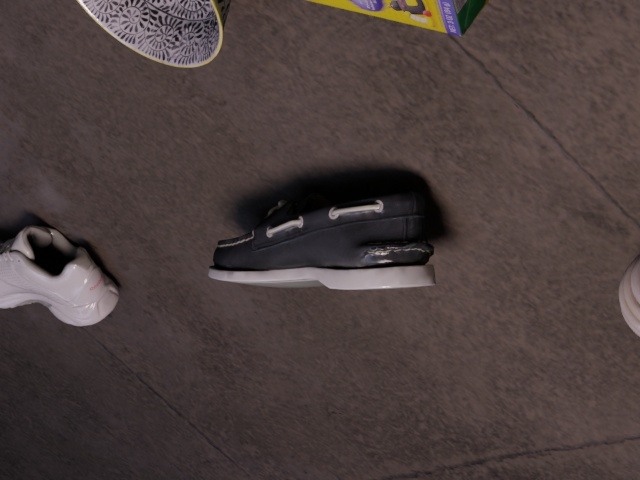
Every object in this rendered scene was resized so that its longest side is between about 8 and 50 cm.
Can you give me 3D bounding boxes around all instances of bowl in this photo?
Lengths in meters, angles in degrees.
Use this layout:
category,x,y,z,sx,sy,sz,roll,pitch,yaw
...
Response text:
category,x,y,z,sx,sy,sz,roll,pitch,yaw
bowl,-0.133,-0.233,1.557,0.170,0.080,0.170,27,152,16

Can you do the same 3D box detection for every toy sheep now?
category,x,y,z,sx,sy,sz,roll,pitch,yaw
toy sheep,0.288,0.046,1.522,0.091,0.091,0.132,27,156,15

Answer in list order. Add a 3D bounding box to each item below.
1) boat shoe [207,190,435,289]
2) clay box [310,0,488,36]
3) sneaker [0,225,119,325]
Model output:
category,x,y,z,sx,sy,sz,roll,pitch,yaw
boat shoe,0.000,0.000,1.766,0.114,0.091,0.302,0,179,-43
clay box,0.013,-0.237,1.418,0.222,0.053,0.127,16,146,31
sneaker,-0.348,0.022,2.204,0.232,0.090,0.115,8,136,27
